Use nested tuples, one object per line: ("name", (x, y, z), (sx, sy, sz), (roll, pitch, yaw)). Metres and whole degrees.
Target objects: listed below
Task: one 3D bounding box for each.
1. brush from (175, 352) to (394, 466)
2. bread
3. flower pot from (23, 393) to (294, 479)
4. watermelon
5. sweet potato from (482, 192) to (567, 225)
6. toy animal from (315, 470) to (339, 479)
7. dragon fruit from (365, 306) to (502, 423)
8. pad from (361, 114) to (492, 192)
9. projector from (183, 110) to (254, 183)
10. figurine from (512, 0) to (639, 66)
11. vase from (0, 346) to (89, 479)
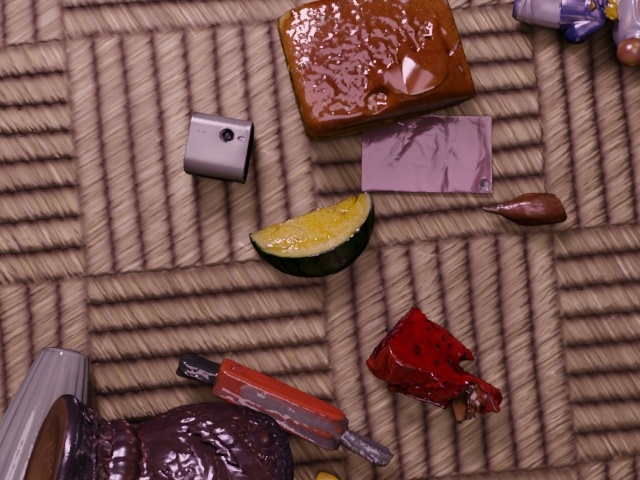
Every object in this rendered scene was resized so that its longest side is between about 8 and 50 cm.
("brush", (-0.045, 0.227, 1.096), (0.323, 0.070, 0.051), (27, 89, -4))
("bread", (0.072, -0.245, 1.088), (0.234, 0.110, 0.184), (-16, 88, -2))
("flower pot", (-0.206, 0.306, 0.955), (0.267, 0.266, 0.266), (21, 88, -24))
("watermelon", (0.003, 0.009, 1.119), (0.182, 0.075, 0.092), (-22, 46, -4))
("sweet potato", (0.285, -0.045, 1.123), (0.117, 0.049, 0.049), (0, 89, -2))
("toy animal", (0.092, 0.393, 1.067), (0.230, 0.156, 0.156), (2, 89, 8))
("dragon fruit", (0.163, 0.189, 1.115), (0.192, 0.122, 0.092), (28, 127, -5))
("pad", (0.152, -0.124, 1.141), (0.188, 0.006, 0.113), (0, 87, -2))
("projector", (-0.137, -0.126, 1.090), (0.082, 0.083, 0.083), (10, 89, -2))
("figurine", (0.405, -0.309, 1.100), (0.274, 0.133, 0.193), (-7, 66, 3))
("vase", (-0.369, 0.264, 1.057), (0.128, 0.128, 0.248), (14, 80, -2))
